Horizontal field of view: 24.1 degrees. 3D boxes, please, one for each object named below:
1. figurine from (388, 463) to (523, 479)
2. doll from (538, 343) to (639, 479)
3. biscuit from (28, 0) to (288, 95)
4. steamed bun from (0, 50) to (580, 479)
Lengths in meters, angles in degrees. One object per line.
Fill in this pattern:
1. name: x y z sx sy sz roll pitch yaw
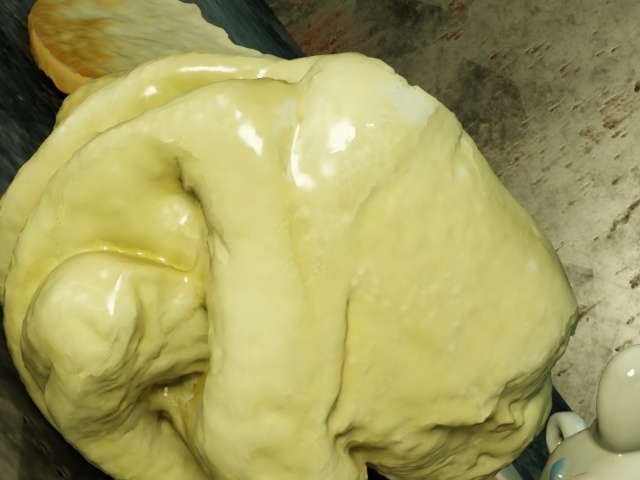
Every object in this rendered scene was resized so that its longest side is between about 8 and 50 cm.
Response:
1. figurine: 0.049 0.133 1.285 0.205 0.224 0.381 30 -35 49
2. doll: 0.268 0.316 1.333 0.376 0.187 0.365 77 -5 -62
3. biscuit: -0.143 -0.158 1.325 0.309 0.040 0.204 31 36 31
4. steamed bun: -0.031 0.046 0.847 0.325 0.230 0.372 27 -16 -13
